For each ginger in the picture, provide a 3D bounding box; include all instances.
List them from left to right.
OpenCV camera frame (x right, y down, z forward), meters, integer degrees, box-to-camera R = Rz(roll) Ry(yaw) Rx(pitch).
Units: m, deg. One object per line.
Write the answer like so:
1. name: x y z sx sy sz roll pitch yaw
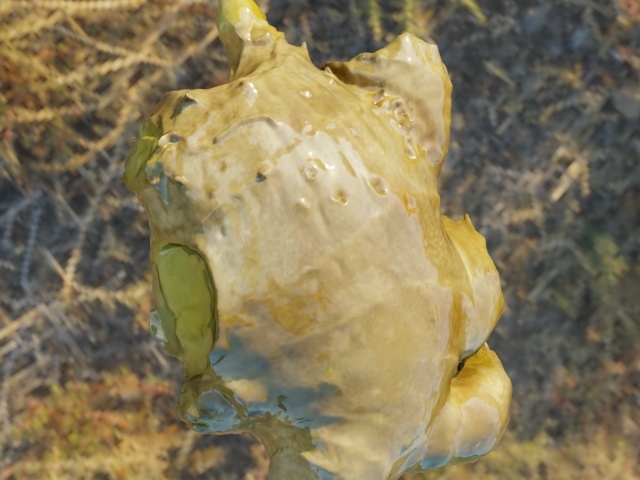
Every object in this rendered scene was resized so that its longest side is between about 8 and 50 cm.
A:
1. ginger: 0.000 0.000 0.631 0.157 0.102 0.216 -20 93 -27
